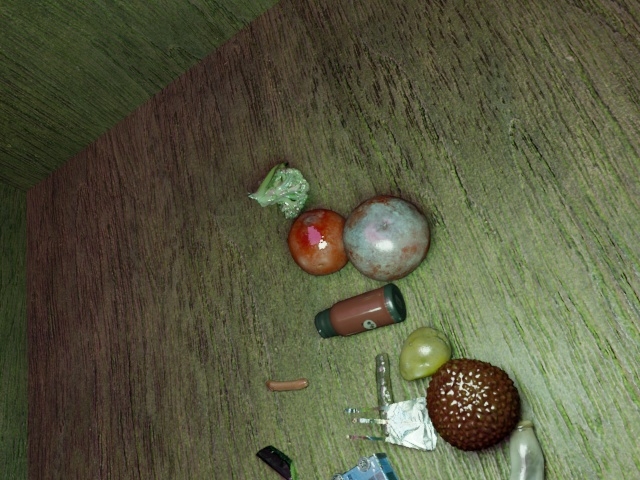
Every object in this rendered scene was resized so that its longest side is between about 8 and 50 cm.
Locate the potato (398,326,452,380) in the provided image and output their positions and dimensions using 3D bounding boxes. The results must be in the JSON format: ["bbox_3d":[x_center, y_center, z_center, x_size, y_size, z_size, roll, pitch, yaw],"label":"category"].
[{"bbox_3d":[0.341,0.388,1.731,0.194,0.157,0.157,-54,54,18],"label":"potato"}]

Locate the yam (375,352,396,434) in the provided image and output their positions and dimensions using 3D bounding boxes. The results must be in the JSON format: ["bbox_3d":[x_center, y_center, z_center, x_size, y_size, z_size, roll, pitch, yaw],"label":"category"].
[{"bbox_3d":[0.225,0.529,1.785,0.061,0.061,0.274,-16,63,25],"label":"yam"}]

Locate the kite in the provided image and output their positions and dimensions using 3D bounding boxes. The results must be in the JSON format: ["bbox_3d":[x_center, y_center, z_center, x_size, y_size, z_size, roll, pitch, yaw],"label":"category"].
[{"bbox_3d":[0.235,0.617,1.706,0.310,0.015,0.169,-7,65,5],"label":"kite"}]

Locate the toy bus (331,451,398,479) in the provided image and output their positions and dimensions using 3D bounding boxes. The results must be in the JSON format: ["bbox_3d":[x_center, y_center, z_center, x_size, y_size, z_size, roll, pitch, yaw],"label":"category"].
[{"bbox_3d":[0.129,0.810,1.697,0.234,0.116,0.133,-37,60,11],"label":"toy bus"}]

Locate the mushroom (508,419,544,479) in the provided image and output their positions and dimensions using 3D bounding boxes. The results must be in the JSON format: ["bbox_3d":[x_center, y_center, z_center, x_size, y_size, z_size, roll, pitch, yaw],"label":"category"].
[{"bbox_3d":[0.587,0.702,1.487,0.109,0.097,0.351,2,69,28],"label":"mushroom"}]

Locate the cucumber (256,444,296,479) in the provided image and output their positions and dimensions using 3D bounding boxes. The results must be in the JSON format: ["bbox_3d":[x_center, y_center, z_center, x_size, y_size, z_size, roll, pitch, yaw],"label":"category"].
[{"bbox_3d":[-0.152,0.824,1.904,0.220,0.046,0.070,22,76,35],"label":"cucumber"}]

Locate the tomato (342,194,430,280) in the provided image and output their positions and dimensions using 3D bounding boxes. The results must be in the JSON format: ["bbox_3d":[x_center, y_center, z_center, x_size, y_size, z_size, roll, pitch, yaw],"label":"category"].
[{"bbox_3d":[0.235,-0.009,1.856,0.317,0.282,0.316,-4,72,11],"label":"tomato"}]

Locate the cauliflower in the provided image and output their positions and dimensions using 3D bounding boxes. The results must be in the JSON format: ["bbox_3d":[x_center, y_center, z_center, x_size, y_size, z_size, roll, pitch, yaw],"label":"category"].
[{"bbox_3d":[-0.192,-0.208,2.194,0.315,0.238,0.256,-29,42,-35],"label":"cauliflower"}]

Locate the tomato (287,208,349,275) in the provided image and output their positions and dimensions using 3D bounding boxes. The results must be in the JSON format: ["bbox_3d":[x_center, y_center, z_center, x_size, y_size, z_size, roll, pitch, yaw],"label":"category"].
[{"bbox_3d":[0.000,0.000,2.008,0.265,0.265,0.264,-11,66,27],"label":"tomato"}]

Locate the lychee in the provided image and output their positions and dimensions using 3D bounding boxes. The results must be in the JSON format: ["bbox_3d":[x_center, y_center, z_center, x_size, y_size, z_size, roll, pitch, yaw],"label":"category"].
[{"bbox_3d":[0.452,0.485,1.548,0.276,0.304,0.275,-16,32,11],"label":"lychee"}]

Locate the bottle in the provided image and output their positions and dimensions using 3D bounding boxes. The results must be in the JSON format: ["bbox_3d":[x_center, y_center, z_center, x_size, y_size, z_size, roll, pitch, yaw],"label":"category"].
[{"bbox_3d":[0.135,0.270,1.884,0.336,0.144,0.144,-21,62,23],"label":"bottle"}]

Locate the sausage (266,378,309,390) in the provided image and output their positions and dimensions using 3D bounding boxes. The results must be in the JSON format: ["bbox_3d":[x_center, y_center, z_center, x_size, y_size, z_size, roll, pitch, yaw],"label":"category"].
[{"bbox_3d":[-0.131,0.559,1.993,0.186,0.043,0.043,-11,66,27],"label":"sausage"}]
